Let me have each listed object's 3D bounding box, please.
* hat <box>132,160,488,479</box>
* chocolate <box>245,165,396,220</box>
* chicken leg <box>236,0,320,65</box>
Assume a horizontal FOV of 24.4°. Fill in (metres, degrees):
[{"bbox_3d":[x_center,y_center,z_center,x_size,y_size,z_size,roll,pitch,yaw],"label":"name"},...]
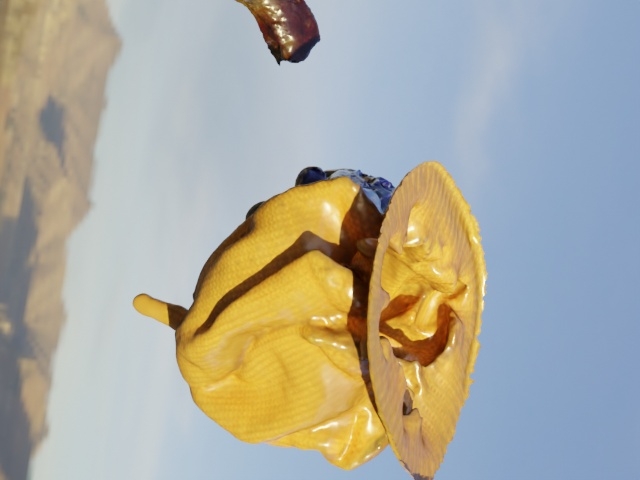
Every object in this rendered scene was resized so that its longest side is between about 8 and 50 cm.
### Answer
[{"bbox_3d":[-0.026,0.047,1.058,0.244,0.233,0.233,-51,139,-57],"label":"hat"},{"bbox_3d":[0.000,-0.003,1.280,0.343,0.148,0.126,-12,108,-82],"label":"chocolate"},{"bbox_3d":[-0.052,-0.296,1.162,0.083,0.177,0.322,-105,-153,-61],"label":"chicken leg"}]
